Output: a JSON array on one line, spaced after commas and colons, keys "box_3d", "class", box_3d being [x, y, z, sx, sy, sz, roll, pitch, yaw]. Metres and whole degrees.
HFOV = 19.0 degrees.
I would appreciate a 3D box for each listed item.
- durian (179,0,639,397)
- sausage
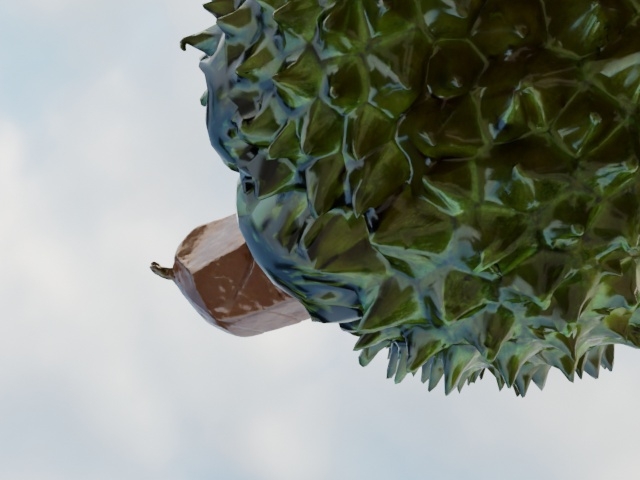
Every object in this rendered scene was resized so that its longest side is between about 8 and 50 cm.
[{"box_3d": [0.068, -0.080, 0.718, 0.224, 0.291, 0.291, -15, -118, 6], "class": "durian"}, {"box_3d": [0.000, 0.001, 0.933, 0.065, 0.169, 0.065, 57, -162, -29], "class": "sausage"}]
